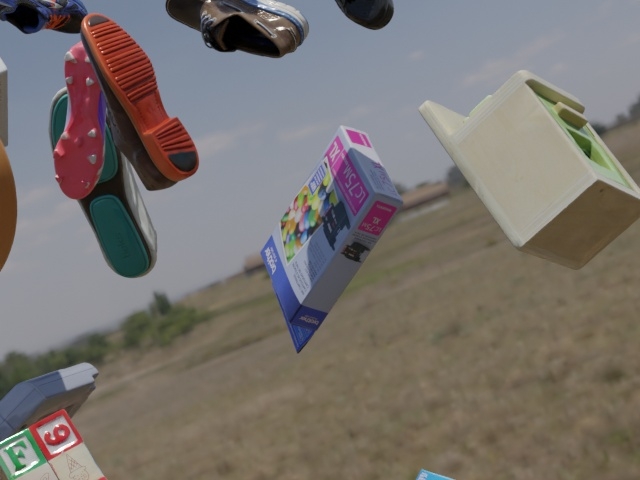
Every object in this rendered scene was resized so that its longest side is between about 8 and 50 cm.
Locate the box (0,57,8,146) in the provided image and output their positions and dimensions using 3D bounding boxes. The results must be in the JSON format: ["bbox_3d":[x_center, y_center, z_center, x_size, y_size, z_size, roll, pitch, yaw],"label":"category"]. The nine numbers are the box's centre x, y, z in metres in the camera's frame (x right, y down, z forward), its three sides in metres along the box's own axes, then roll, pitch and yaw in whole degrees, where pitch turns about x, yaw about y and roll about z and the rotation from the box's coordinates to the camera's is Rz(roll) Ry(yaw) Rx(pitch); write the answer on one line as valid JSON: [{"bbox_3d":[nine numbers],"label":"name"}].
[{"bbox_3d":[-0.541,-0.195,1.918,0.181,0.119,0.182,-24,-25,-25],"label":"box"}]

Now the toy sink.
[{"bbox_3d":[0.250,-0.102,1.595,0.131,0.234,0.153,-44,-33,21],"label":"toy sink"}]

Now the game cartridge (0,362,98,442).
[{"bbox_3d":[-0.467,0.306,2.044,0.294,0.060,0.196,-49,-9,17],"label":"game cartridge"}]

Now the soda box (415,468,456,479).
[{"bbox_3d":[0.191,0.348,1.717,0.067,0.071,0.210,-58,26,-14],"label":"soda box"}]

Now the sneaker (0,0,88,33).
[{"bbox_3d":[-0.474,-0.377,2.295,0.083,0.087,0.221,-39,-28,29],"label":"sneaker"}]

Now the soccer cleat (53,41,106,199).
[{"bbox_3d":[-0.359,-0.187,2.128,0.083,0.248,0.095,9,16,15],"label":"soccer cleat"}]

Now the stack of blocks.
[{"bbox_3d":[-0.290,0.324,1.511,0.087,0.171,0.297,-27,-16,-26],"label":"stack of blocks"}]

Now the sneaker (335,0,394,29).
[{"bbox_3d":[0.001,-0.277,1.325,0.051,0.170,0.089,-39,-22,23],"label":"sneaker"}]

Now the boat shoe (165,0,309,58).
[{"bbox_3d":[-0.108,-0.258,1.607,0.183,0.066,0.066,15,45,21],"label":"boat shoe"}]

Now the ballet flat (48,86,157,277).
[{"bbox_3d":[-0.405,-0.120,2.601,0.139,0.400,0.139,-15,23,7],"label":"ballet flat"}]

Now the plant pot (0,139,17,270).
[{"bbox_3d":[-0.503,-0.034,1.464,0.291,0.291,0.203,-22,6,28],"label":"plant pot"}]

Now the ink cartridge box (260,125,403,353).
[{"bbox_3d":[0.000,0.000,2.104,0.065,0.186,0.311,15,-60,-29],"label":"ink cartridge box"}]

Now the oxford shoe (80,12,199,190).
[{"bbox_3d":[-0.283,-0.194,1.974,0.098,0.271,0.097,-27,1,38],"label":"oxford shoe"}]
